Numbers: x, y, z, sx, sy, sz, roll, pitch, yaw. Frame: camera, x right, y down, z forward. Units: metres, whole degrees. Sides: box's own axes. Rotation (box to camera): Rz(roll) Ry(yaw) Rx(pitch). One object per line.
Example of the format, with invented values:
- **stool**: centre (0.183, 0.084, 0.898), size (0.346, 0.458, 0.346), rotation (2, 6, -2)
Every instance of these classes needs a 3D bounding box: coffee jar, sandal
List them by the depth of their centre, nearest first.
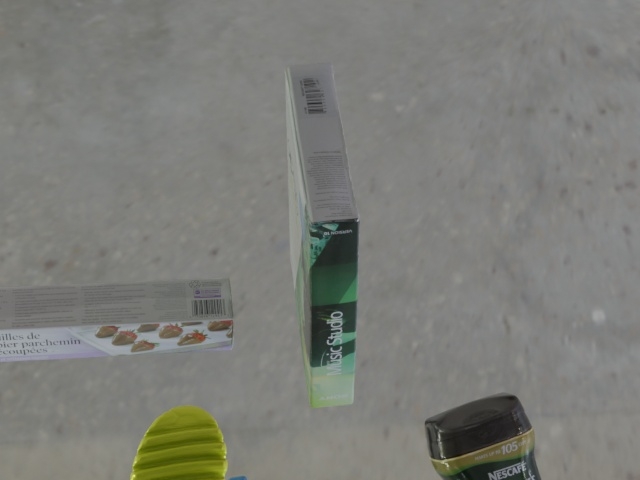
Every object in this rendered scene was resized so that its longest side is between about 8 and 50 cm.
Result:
- **coffee jar**: centre (0.159, 0.231, 1.269), size (0.096, 0.079, 0.184), rotation (-19, 90, -9)
- **sandal**: centre (-0.183, 0.371, 1.840), size (0.126, 0.138, 0.317), rotation (4, 70, -3)

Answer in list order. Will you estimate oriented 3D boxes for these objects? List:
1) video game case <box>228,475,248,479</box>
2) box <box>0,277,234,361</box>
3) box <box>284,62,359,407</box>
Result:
- **video game case**: centre (-0.035, 0.251, 0.915), size (0.015, 0.119, 0.166), rotation (-12, 122, 25)
- **box**: centre (-0.259, 0.090, 1.627), size (0.324, 0.067, 0.063), rotation (-3, 140, -8)
- **box**: centre (0.000, 0.000, 1.578), size (0.058, 0.232, 0.322), rotation (-6, 139, -3)
